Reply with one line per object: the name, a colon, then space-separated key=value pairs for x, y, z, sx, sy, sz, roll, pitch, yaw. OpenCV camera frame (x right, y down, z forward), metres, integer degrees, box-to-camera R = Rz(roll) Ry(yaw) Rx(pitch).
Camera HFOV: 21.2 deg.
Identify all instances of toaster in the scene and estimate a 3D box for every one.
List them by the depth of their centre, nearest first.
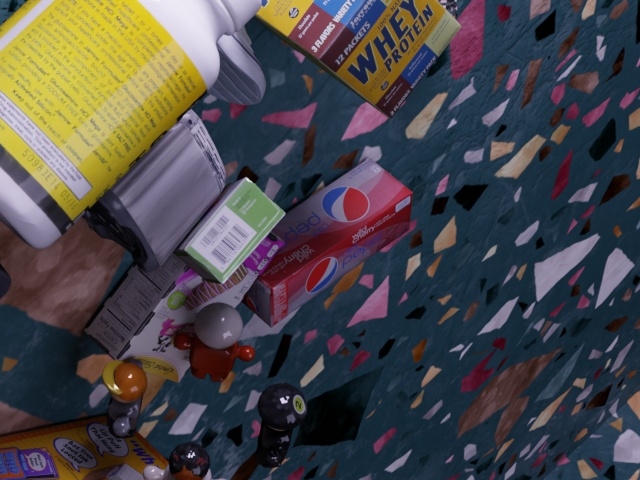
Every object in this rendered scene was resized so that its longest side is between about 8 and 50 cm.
toaster: x=-0.200 y=-0.078 z=1.888 sx=0.146 sy=0.129 sz=0.227 roll=-47 pitch=153 yaw=-13

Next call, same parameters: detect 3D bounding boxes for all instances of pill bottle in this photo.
pill bottle: x=-0.223 y=-0.167 z=1.683 sx=0.334 sy=0.188 sz=0.188 roll=-45 pitch=151 yaw=-8

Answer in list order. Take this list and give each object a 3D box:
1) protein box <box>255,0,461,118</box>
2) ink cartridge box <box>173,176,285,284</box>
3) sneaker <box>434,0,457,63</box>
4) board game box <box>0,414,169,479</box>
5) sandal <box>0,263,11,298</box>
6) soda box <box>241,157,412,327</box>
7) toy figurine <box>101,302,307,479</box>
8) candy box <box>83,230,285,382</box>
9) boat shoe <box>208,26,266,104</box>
protein box: x=0.013 y=-0.267 z=1.886 sx=0.136 sy=0.200 sz=0.201 roll=-53 pitch=151 yaw=3
ink cartridge box: x=-0.112 y=-0.009 z=1.982 sx=0.109 sy=0.062 sz=0.209 roll=-49 pitch=-173 yaw=-7
sneaker: x=0.150 y=-0.297 z=2.175 sx=0.072 sy=0.077 sz=0.178 roll=-15 pitch=135 yaw=-49
board game box: x=-0.330 y=0.482 z=2.123 sx=0.356 sy=0.356 sz=0.356 roll=-6 pitch=129 yaw=-52
sandal: x=-0.402 y=0.014 z=1.799 sx=0.097 sy=0.054 sz=0.254 roll=-36 pitch=159 yaw=-10
soda box: x=0.000 y=0.000 z=2.298 sx=0.263 sy=0.092 sz=0.083 roll=-34 pitch=149 yaw=-28
toy figurine: x=-0.143 y=0.204 z=2.065 sx=0.209 sy=0.213 sz=0.148 roll=-27 pitch=157 yaw=-24
candy box: x=-0.169 y=0.058 z=2.149 sx=0.233 sy=0.071 sz=0.159 roll=-52 pitch=151 yaw=6
boat shoe: x=-0.107 y=-0.224 z=1.892 sx=0.226 sy=0.083 sz=0.075 roll=57 pitch=42 yaw=-67
